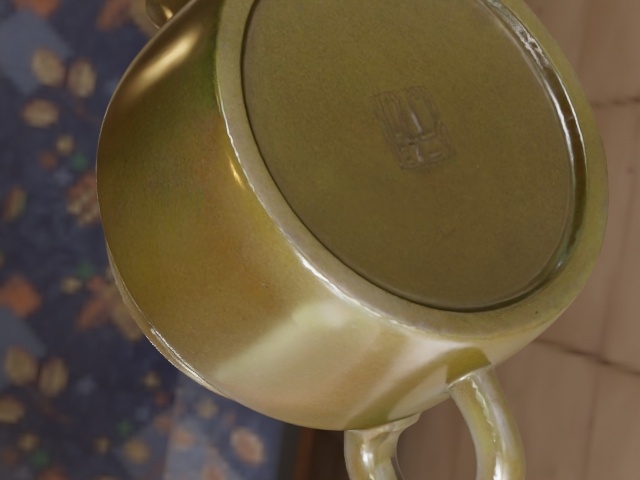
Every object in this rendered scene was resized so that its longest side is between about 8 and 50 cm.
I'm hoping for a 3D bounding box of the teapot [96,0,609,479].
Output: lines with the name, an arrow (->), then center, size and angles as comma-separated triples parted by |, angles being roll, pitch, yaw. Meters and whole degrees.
teapot -> 0.000, 0.000, 0.792 | 0.175, 0.186, 0.267 | -38, 71, 51
